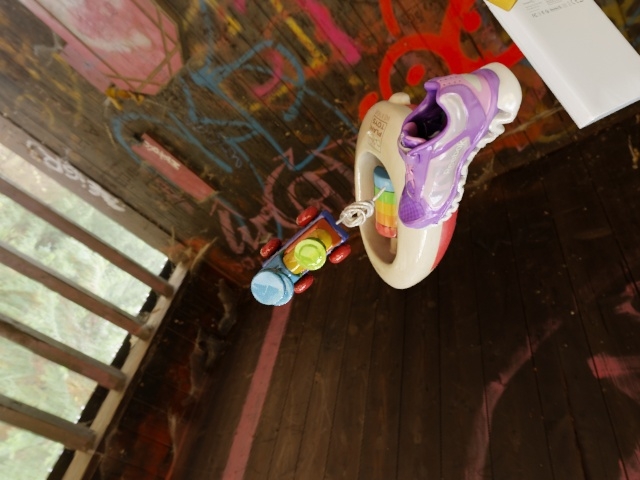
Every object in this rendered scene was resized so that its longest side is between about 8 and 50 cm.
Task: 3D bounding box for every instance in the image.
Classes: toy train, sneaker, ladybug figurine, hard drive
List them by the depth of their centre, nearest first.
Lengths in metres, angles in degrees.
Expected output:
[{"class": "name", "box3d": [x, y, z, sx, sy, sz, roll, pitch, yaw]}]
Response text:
[{"class": "sneaker", "box3d": [0.137, -0.107, 0.510, 0.236, 0.105, 0.095, 108, -32, -45]}, {"class": "toy train", "box3d": [0.000, 0.000, 0.638, 0.248, 0.105, 0.143, -40, -175, 16]}, {"class": "hard drive", "box3d": [0.458, -0.367, 0.745, 0.203, 0.307, 0.040, -26, 169, -19]}, {"class": "ladybug figurine", "box3d": [0.192, -0.099, 0.898, 0.162, 0.448, 0.305, -16, -141, -14]}]

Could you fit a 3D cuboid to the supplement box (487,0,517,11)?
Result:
[{"class": "supplement box", "box3d": [0.168, -0.379, 0.385, 0.129, 0.192, 0.194, -54, 172, -12]}]
